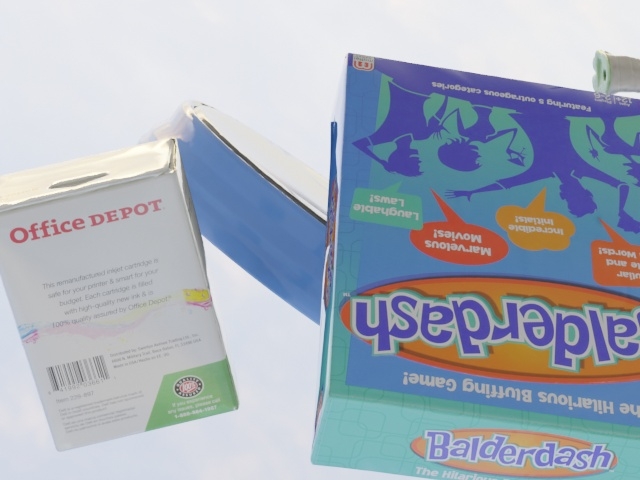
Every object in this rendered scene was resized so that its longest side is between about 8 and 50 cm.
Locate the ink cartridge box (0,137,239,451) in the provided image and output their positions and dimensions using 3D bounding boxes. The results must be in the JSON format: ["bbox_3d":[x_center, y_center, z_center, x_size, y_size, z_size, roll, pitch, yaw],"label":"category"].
[{"bbox_3d":[-0.163,0.041,1.383,0.154,0.212,0.093,-13,-156,1],"label":"ink cartridge box"}]

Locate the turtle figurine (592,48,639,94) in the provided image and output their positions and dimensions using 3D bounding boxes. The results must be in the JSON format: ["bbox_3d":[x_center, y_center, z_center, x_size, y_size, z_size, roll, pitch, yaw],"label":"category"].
[{"bbox_3d":[0.420,-0.155,1.868,0.266,0.198,0.275,-5,-131,-5],"label":"turtle figurine"}]

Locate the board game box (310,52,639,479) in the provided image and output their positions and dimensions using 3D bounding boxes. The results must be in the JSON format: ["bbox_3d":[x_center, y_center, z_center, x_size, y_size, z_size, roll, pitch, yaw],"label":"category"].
[{"bbox_3d":[0.081,0.012,0.749,0.160,0.047,0.210,8,-135,-5],"label":"board game box"}]

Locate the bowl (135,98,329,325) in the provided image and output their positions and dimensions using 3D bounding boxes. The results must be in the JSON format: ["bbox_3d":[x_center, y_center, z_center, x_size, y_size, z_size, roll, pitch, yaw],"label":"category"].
[{"bbox_3d":[0.000,0.000,1.663,0.391,0.077,0.391,36,-173,-5],"label":"bowl"}]
